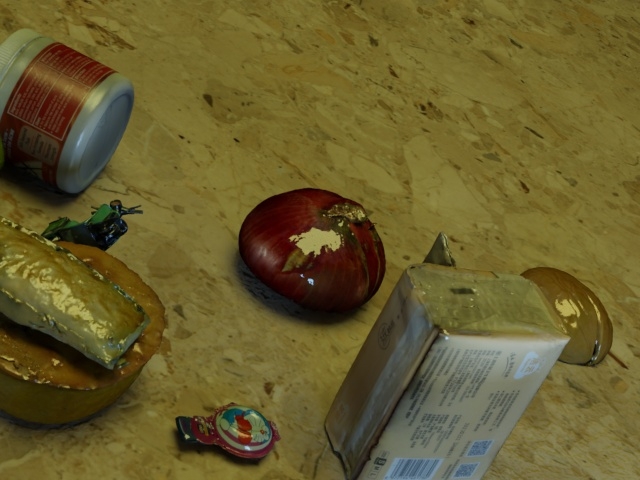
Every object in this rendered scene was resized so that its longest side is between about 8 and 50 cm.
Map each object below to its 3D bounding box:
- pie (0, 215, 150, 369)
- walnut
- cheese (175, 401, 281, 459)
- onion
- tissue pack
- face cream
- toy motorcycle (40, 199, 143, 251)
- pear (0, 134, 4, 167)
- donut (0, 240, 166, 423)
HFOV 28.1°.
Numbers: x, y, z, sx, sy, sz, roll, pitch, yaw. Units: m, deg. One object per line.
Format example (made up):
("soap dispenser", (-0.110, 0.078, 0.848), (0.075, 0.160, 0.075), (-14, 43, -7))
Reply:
("pie", (-0.340, 0.060, 1.597), (0.282, 0.068, 0.128), (33, 37, 5))
("walnut", (0.408, 0.110, 2.153), (0.167, 0.087, 0.211), (-14, 50, -37))
("cheese", (-0.121, 0.251, 1.692), (0.145, 0.038, 0.095), (5, 39, -28))
("onion", (-0.007, 0.006, 1.993), (0.248, 0.161, 0.248), (12, 16, -4))
("tissue pack", (0.153, 0.163, 1.739), (0.238, 0.306, 0.239), (16, 37, -12))
("face cream", (-0.410, -0.197, 1.961), (0.187, 0.201, 0.201), (27, 35, 4))
("toy motorcycle", (-0.332, -0.010, 1.808), (0.058, 0.173, 0.100), (58, 33, -22))
("pear", (-0.560, -0.147, 1.819), (0.219, 0.187, 0.187), (42, 36, 1))
("donut", (-0.347, 0.123, 1.661), (0.277, 0.108, 0.278), (16, 36, -12))
